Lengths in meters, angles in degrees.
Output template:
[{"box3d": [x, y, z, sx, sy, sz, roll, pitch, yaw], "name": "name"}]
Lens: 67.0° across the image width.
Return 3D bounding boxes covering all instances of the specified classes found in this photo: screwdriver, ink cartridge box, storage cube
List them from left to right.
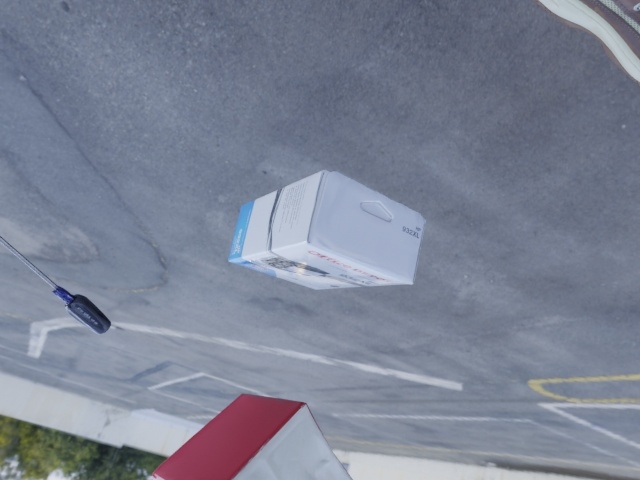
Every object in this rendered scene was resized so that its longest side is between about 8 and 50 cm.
[{"box3d": [-0.281, 0.040, 0.491, 0.025, 0.024, 0.170, -34, 119, 12], "name": "screwdriver"}, {"box3d": [-0.092, 0.361, 0.704, 0.193, 0.215, 0.183, -17, 105, 51], "name": "storage cube"}, {"box3d": [0.000, 0.000, 0.891, 0.223, 0.128, 0.308, 22, 162, -29], "name": "ink cartridge box"}]

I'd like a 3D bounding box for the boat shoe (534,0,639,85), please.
[{"box3d": [0.303, -0.204, 0.422, 0.258, 0.095, 0.095, 26, 165, -7], "name": "boat shoe"}]
